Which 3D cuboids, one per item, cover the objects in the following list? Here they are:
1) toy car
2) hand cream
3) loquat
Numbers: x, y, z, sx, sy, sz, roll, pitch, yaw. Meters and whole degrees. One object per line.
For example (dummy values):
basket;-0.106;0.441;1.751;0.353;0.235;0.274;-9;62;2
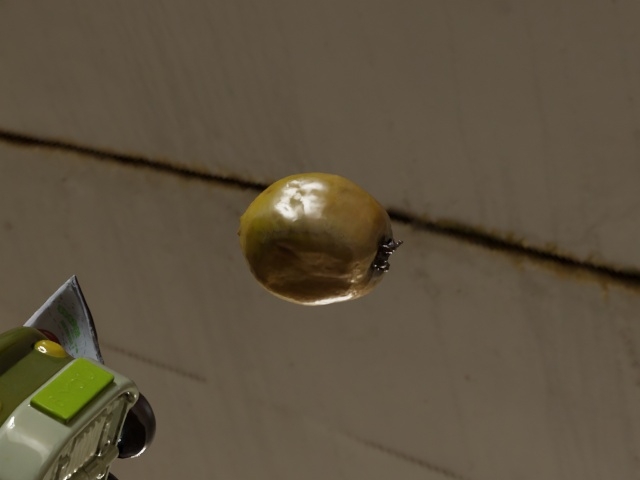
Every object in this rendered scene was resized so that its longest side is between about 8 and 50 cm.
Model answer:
toy car;-0.253;0.169;0.974;0.198;0.204;0.248;26;-60;11
hand cream;-0.367;0.151;1.858;0.336;0.076;0.121;-33;-100;55
loquat;0.000;0.000;1.920;0.234;0.176;0.187;3;-38;12
